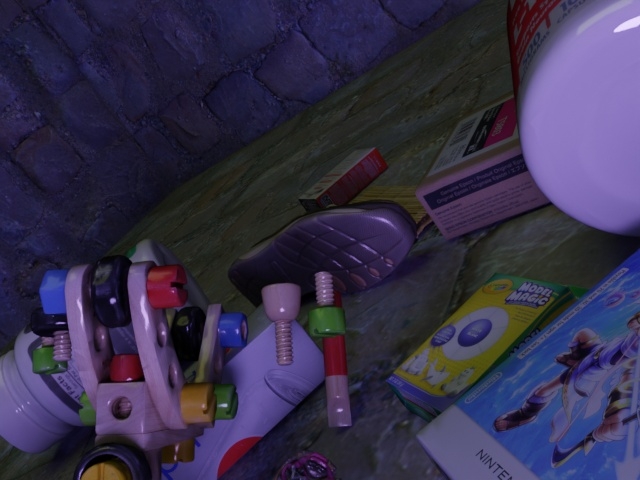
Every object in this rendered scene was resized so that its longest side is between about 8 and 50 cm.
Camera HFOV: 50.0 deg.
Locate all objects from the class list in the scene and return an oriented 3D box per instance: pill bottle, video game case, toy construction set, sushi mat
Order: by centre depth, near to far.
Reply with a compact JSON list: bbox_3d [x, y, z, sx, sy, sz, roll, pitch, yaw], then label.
[{"bbox_3d":[0.218,0.102,0.412,0.269,0.061,0.244,-38,17,-6],"label":"video game case"},{"bbox_3d":[-0.112,0.156,0.629,0.308,0.237,0.257,1,-19,-17],"label":"toy construction set"},{"bbox_3d":[0.308,-0.207,0.693,0.229,0.229,0.408,-28,27,28],"label":"pill bottle"},{"bbox_3d":[0.102,-0.043,1.120,0.151,0.019,0.316,-42,17,-14],"label":"sushi mat"},{"bbox_3d":[-0.369,0.178,1.149,0.361,0.204,0.204,-36,16,0],"label":"pill bottle"}]

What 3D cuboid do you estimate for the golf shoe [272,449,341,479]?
[{"bbox_3d":[-0.038,0.258,0.527,0.186,0.067,0.086,-58,-2,-47],"label":"golf shoe"}]

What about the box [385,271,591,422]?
[{"bbox_3d":[0.153,0.090,0.612,0.179,0.043,0.105,-40,17,-15],"label":"box"}]

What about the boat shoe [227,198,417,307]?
[{"bbox_3d":[0.000,0.000,1.007,0.355,0.132,0.130,-18,27,45],"label":"boat shoe"}]

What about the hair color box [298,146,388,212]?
[{"bbox_3d":[0.045,-0.115,1.378,0.167,0.053,0.093,-40,18,-16],"label":"hair color box"}]

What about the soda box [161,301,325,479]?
[{"bbox_3d":[-0.126,0.199,0.781,0.286,0.098,0.091,-40,15,-14],"label":"soda box"}]

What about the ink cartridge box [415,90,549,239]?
[{"bbox_3d":[0.253,-0.122,0.909,0.193,0.088,0.235,-25,19,38],"label":"ink cartridge box"}]
